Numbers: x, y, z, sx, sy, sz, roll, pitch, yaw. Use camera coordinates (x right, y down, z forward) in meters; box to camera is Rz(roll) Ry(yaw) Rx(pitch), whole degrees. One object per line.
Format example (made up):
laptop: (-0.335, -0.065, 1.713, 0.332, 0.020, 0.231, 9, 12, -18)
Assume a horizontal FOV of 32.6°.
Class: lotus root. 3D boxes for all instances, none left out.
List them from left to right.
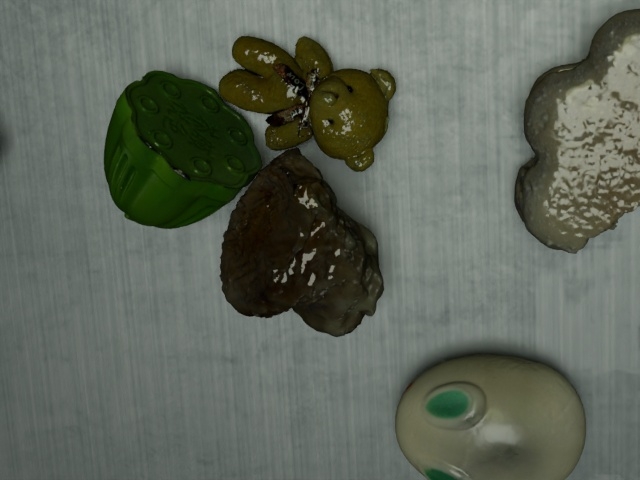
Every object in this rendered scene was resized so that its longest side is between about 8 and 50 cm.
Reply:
lotus root: (-0.186, -0.078, 1.281, 0.186, 0.186, 0.186, 2, 103, 7)

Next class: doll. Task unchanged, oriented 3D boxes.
doll: (-0.020, -0.167, 1.264, 0.209, 0.097, 0.137, 20, 90, 9)

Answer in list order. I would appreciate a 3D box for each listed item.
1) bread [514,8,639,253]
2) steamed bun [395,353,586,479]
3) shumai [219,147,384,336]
bread: (0.340, -0.145, 1.221, 0.337, 0.102, 0.183, -41, 92, 16)
steamed bun: (0.203, 0.229, 1.306, 0.228, 0.131, 0.177, 7, 106, 4)
shumai: (-0.002, -0.001, 1.276, 0.185, 0.184, 0.218, 2, 122, -30)
